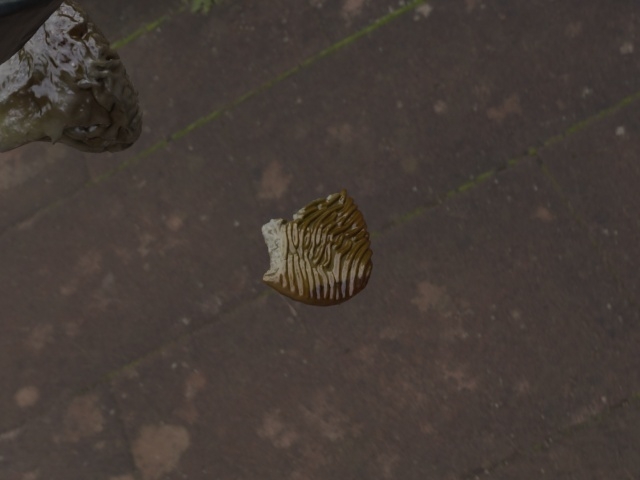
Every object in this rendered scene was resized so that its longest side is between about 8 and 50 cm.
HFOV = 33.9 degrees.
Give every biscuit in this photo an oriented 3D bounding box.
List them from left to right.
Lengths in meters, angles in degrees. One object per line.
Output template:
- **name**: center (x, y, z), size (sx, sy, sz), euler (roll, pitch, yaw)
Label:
- **biscuit**: center (0.001, 0.000, 1.423), size (0.031, 0.176, 0.229), euler (-37, 32, 39)

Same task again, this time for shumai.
- **shumai**: center (-0.289, -0.147, 1.091), size (0.175, 0.206, 0.166), euler (-34, 74, -8)

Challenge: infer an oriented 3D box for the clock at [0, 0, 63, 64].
- **clock**: center (-0.218, -0.210, 0.418), size (0.066, 0.319, 0.319), euler (-26, 51, 36)
